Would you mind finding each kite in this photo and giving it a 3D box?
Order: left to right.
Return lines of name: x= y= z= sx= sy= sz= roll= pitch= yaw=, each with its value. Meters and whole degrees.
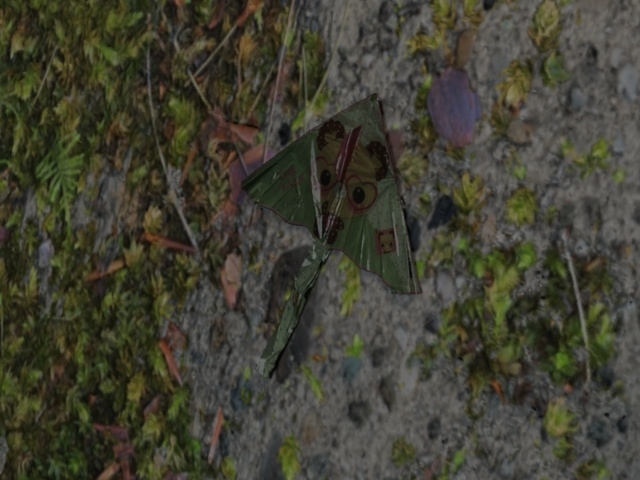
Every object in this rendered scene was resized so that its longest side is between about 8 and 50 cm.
kite: x=0.001 y=0.000 z=1.497 sx=0.229 sy=0.012 sz=0.250 roll=36 pitch=112 yaw=44
